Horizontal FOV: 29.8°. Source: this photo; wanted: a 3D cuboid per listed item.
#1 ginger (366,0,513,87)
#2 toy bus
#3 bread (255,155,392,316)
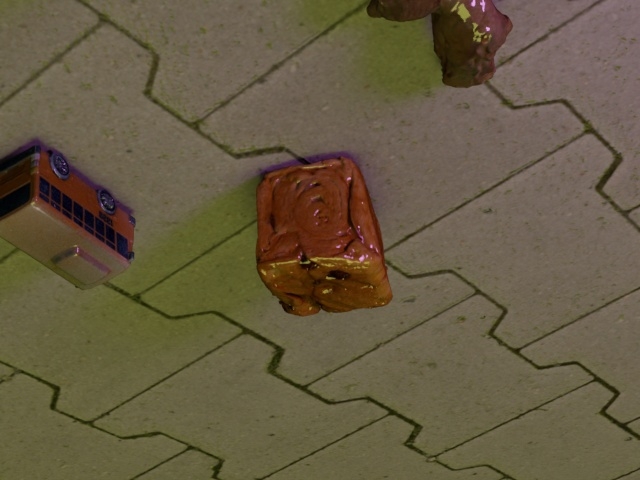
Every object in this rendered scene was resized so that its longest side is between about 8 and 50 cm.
[{"bbox_3d":[0.115,-0.241,1.236,0.122,0.084,0.290,-31,138,16],"label":"ginger"},{"bbox_3d":[-0.302,-0.020,1.419,0.091,0.103,0.182,-26,140,21],"label":"toy bus"},{"bbox_3d":[0.000,0.000,1.467,0.149,0.158,0.143,-13,147,3],"label":"bread"}]
